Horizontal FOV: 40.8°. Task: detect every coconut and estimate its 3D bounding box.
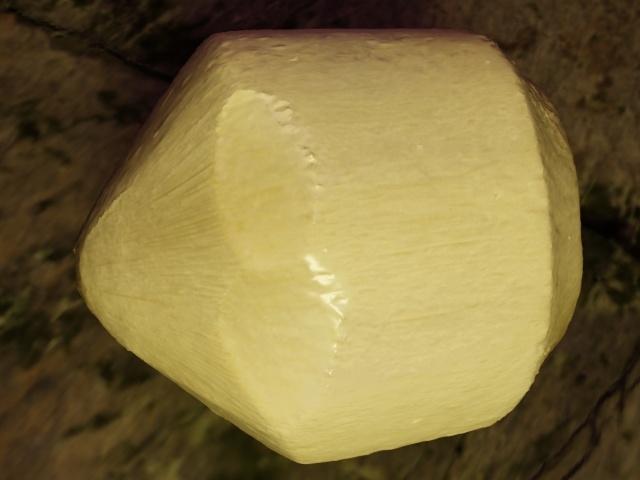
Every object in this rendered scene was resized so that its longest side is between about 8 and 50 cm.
[{"bbox_3d":[0.000,0.000,0.480,0.265,0.237,0.237,-2,56,-14],"label":"coconut"}]
